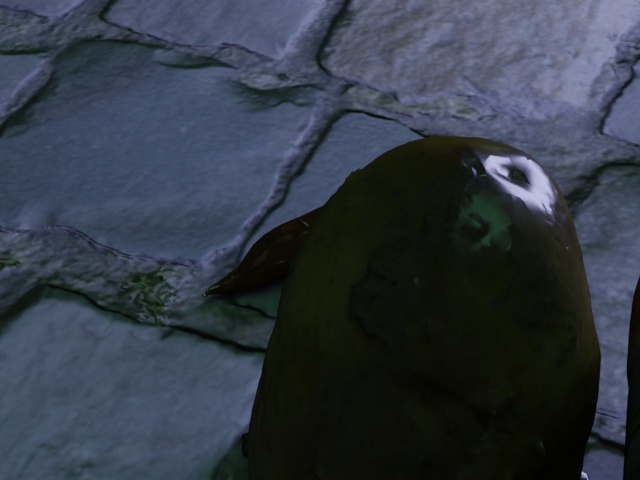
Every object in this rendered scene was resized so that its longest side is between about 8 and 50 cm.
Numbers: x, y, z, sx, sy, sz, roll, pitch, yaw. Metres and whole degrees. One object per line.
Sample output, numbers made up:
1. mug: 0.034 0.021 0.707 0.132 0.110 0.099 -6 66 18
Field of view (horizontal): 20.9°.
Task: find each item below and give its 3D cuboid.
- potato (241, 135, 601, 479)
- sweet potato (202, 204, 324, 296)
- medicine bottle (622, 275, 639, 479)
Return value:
1. potato: 0.068 0.060 1.034 0.229 0.266 0.229 2 39 -2
2. sweet potato: 0.000 0.000 1.261 0.195 0.056 0.056 -22 45 -15
3. medicine bottle: 0.290 0.118 0.978 0.238 0.238 0.232 7 42 8
